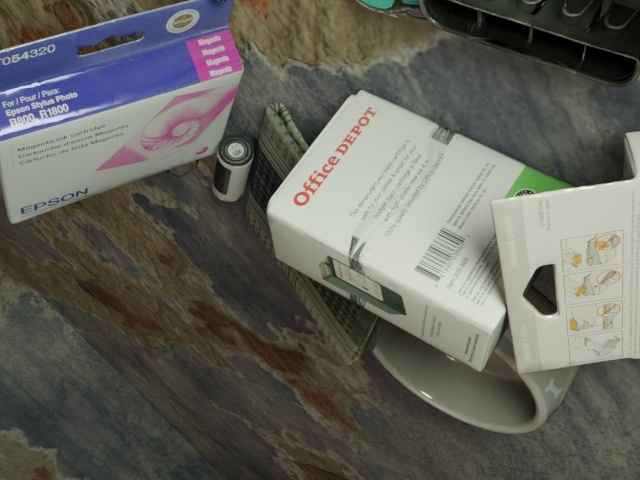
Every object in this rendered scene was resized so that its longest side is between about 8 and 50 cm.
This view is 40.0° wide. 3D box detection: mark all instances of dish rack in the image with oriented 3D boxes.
[{"bbox_3d":[0.182,-0.265,0.690,0.208,0.074,0.271,24,151,22],"label":"dish rack"}]

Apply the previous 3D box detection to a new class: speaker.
[{"bbox_3d":[-0.135,-0.109,1.345,0.055,0.055,0.136,35,157,3],"label":"speaker"}]

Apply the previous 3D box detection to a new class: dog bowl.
[{"bbox_3d":[0.214,0.159,1.315,0.349,0.102,0.349,28,152,16],"label":"dog bowl"}]

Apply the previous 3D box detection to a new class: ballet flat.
[{"bbox_3d":[0.084,-0.241,0.892,0.114,0.041,0.041,19,149,34],"label":"ballet flat"}]

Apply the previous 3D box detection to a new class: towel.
[{"bbox_3d":[0.000,0.000,1.265,0.324,0.056,0.312,56,156,19],"label":"towel"}]

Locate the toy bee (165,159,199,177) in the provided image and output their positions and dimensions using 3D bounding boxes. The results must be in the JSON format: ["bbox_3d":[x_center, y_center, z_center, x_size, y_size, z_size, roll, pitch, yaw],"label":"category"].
[{"bbox_3d":[-0.332,-0.196,1.336,0.162,0.195,0.298,53,173,26],"label":"toy bee"}]

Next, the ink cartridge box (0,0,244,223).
[{"bbox_3d":[-0.265,-0.161,1.136,0.071,0.324,0.330,63,158,13],"label":"ink cartridge box"}]

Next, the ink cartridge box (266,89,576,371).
[{"bbox_3d":[0.113,-0.019,1.024,0.289,0.211,0.121,29,155,18],"label":"ink cartridge box"}]

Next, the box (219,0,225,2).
[{"bbox_3d":[-0.179,-0.379,0.976,0.191,0.045,0.184,30,151,15],"label":"box"}]

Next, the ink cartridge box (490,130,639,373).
[{"bbox_3d":[0.312,0.018,0.872,0.261,0.066,0.296,-7,138,13],"label":"ink cartridge box"}]
